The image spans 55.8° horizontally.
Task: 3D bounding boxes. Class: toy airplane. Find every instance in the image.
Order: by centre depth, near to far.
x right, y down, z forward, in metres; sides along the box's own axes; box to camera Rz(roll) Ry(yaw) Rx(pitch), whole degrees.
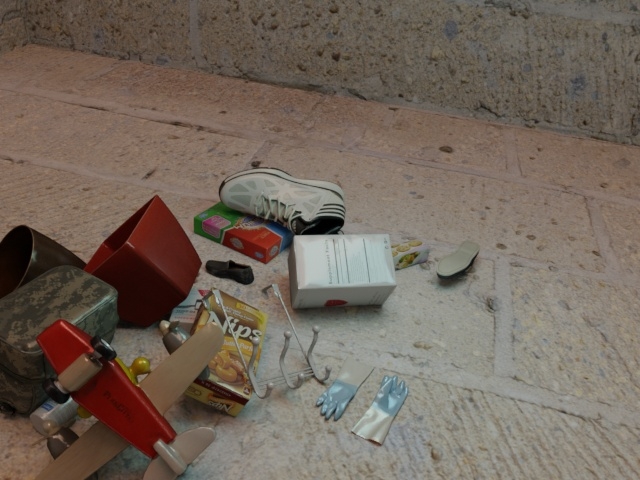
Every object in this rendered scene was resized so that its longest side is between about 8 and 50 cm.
[{"bbox_3d":[-0.410,0.355,1.310,0.386,0.384,0.272,3,3,-21],"label":"toy airplane"}]

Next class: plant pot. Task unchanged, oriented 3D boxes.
[{"bbox_3d":[-0.766,0.094,1.701,0.215,0.215,0.230,39,7,40],"label":"plant pot"},{"bbox_3d":[-0.495,0.081,1.709,0.236,0.267,0.267,45,26,-22],"label":"plant pot"}]

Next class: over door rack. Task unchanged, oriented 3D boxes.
[{"bbox_3d":[-0.129,0.234,1.567,0.239,0.108,0.324,-1,48,-49],"label":"over door rack"}]

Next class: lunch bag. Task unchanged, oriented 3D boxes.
[{"bbox_3d":[-0.653,0.247,1.462,0.213,0.256,0.305,22,35,16],"label":"lunch bag"}]

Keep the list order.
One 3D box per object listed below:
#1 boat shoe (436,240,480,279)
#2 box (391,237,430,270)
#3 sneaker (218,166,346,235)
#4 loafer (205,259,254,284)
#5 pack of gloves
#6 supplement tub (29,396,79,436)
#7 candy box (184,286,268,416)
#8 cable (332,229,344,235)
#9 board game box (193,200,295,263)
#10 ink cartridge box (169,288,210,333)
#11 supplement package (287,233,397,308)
[{"bbox_3d":[0.462,0.081,2.048,0.095,0.079,0.254,20,33,25],"label":"boat shoe"},{"bbox_3d":[0.225,0.066,2.046,0.324,0.063,0.067,-13,37,-27],"label":"box"},{"bbox_3d":[-0.126,-0.115,2.051,0.448,0.169,0.257,4,31,-7],"label":"sneaker"},{"bbox_3d":[-0.291,0.086,1.937,0.170,0.061,0.062,13,35,12],"label":"loafer"},{"bbox_3d":[0.112,0.391,1.553,0.195,0.046,0.232,20,36,19],"label":"pack of gloves"},{"bbox_3d":[-0.610,0.395,1.409,0.071,0.071,0.107,20,35,20],"label":"supplement tub"},{"bbox_3d":[-0.252,0.279,1.569,0.183,0.087,0.316,29,31,-14],"label":"candy box"},{"bbox_3d":[0.000,0.000,2.127,0.151,0.047,0.184,14,35,13],"label":"cable"},{"bbox_3d":[-0.251,-0.051,2.149,0.317,0.064,0.242,22,36,22],"label":"board game box"},{"bbox_3d":[-0.364,0.210,1.736,0.109,0.063,0.150,4,33,-3],"label":"ink cartridge box"},{"bbox_3d":[0.058,0.095,1.826,0.293,0.177,0.175,-1,65,-10],"label":"supplement package"}]
